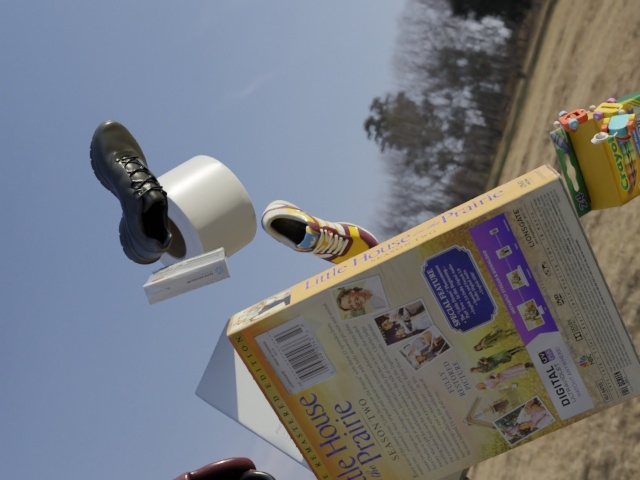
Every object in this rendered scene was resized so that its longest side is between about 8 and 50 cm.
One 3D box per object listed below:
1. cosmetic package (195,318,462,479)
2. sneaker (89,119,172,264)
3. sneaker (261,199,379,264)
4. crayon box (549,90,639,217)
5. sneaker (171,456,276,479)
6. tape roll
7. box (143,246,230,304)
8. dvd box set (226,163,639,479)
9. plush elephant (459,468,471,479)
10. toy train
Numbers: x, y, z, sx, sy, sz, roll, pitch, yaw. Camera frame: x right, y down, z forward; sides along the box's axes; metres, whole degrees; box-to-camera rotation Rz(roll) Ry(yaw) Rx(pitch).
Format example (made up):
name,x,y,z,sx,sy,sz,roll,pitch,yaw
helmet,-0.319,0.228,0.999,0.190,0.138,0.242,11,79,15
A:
name,x,y,z,sx,sy,sz,roll,pitch,yaw
cosmetic package,0.012,0.294,1.366,0.230,0.453,0.161,28,-98,-41
sneaker,-0.347,-0.100,1.514,0.109,0.286,0.130,-24,4,-35
sneaker,0.000,0.000,1.165,0.084,0.186,0.069,-88,16,-74
crayon box,0.662,-0.198,1.757,0.323,0.083,0.203,-26,-81,-34
sneaker,-0.076,0.341,0.911,0.162,0.281,0.106,-46,34,16
tape roll,-0.291,-0.053,1.834,0.169,0.246,0.246,-37,-29,-36
box,-0.235,0.060,1.419,0.186,0.145,0.038,-151,42,-81
dvd box set,0.144,0.135,0.955,0.307,0.421,0.062,60,-170,-18
plush elephant,0.212,0.476,1.721,0.330,0.255,0.271,-7,-98,-44
toy train,0.538,-0.219,1.536,0.046,0.125,0.166,63,-179,-30
